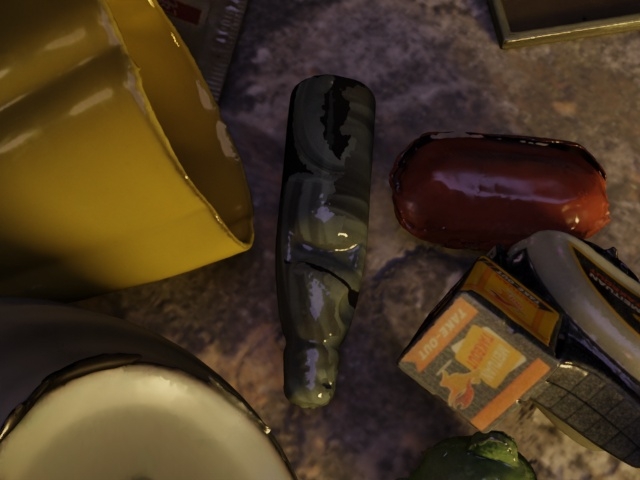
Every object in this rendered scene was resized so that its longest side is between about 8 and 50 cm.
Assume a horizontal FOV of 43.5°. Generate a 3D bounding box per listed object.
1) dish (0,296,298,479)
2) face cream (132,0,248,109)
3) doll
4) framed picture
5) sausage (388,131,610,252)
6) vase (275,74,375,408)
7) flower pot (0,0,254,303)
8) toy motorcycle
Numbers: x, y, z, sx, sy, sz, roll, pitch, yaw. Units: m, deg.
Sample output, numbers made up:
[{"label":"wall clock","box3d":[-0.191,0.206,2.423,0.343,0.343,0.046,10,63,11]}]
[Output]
[{"label":"dish","box3d":[-0.089,0.146,0.339,0.106,0.316,0.316,-32,70,33]},{"label":"face cream","box3d":[-0.223,-0.195,0.567,0.341,0.084,0.137,14,71,-4]},{"label":"doll","box3d":[0.110,0.176,0.456,0.115,0.077,0.150,-38,86,27]},{"label":"framed picture","box3d":[0.218,-0.225,0.609,0.203,0.015,0.150,-10,72,-3]},{"label":"sausage","box3d":[0.113,-0.030,0.515,0.141,0.076,0.076,3,72,-1]},{"label":"vase","box3d":[0.000,0.000,0.509,0.060,0.060,0.211,5,71,1]},{"label":"flower pot","box3d":[-0.156,-0.051,0.467,0.179,0.195,0.195,-23,73,7]},{"label":"toy motorcycle","box3d":[0.180,0.099,0.437,0.263,0.091,0.157,39,35,5]}]
